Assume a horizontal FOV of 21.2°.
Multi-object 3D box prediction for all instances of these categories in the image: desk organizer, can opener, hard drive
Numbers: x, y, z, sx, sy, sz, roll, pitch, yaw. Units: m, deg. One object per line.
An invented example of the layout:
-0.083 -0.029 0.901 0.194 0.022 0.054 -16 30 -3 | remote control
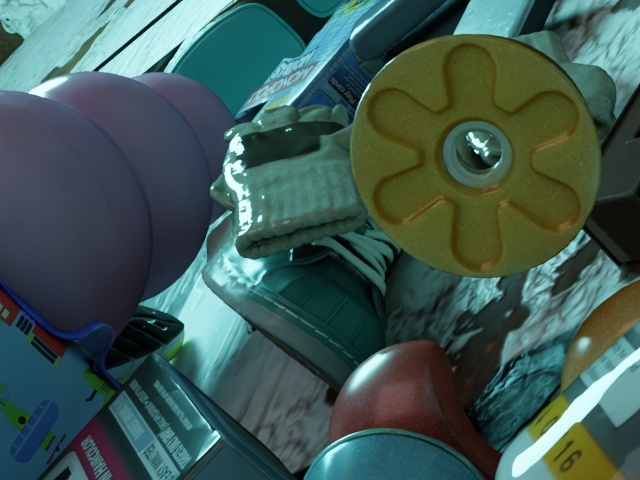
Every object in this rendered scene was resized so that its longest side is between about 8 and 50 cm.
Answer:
0.181 -0.052 0.860 0.050 0.047 0.130 -13 38 57 | desk organizer
0.132 -0.204 1.261 0.280 0.074 0.093 -34 22 35 | can opener
0.110 -0.120 1.184 0.094 0.022 0.135 -15 44 59 | hard drive

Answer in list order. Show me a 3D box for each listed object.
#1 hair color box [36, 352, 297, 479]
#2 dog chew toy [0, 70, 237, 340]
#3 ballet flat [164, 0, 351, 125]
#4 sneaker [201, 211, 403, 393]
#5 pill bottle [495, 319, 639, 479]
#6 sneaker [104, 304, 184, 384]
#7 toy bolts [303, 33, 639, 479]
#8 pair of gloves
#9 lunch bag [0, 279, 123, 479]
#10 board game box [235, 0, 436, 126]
-0.156 0.248 0.874 0.374 0.113 0.185 -49 18 -4 | hair color box
-0.174 -0.031 1.243 0.206 0.207 0.332 -32 2 39 | dog chew toy
-0.022 -0.208 1.629 0.316 0.107 0.106 -39 -2 6 | ballet flat
0.000 0.000 1.064 0.121 0.108 0.302 -50 16 5 | sneaker
0.195 0.028 0.458 0.278 0.162 0.162 -45 17 7 | pill bottle
-0.177 0.121 1.267 0.081 0.094 0.208 21 40 31 | sneaker
0.058 0.057 0.650 0.228 0.218 0.158 -46 2 28 | toy bolts
0.054 -0.052 0.993 0.240 0.042 0.204 -16 22 -4 | pair of gloves
-0.227 0.160 1.049 0.293 0.221 0.138 -51 18 -14 | lunch bag
-0.013 -0.112 1.423 0.194 0.060 0.194 -54 19 -24 | board game box
